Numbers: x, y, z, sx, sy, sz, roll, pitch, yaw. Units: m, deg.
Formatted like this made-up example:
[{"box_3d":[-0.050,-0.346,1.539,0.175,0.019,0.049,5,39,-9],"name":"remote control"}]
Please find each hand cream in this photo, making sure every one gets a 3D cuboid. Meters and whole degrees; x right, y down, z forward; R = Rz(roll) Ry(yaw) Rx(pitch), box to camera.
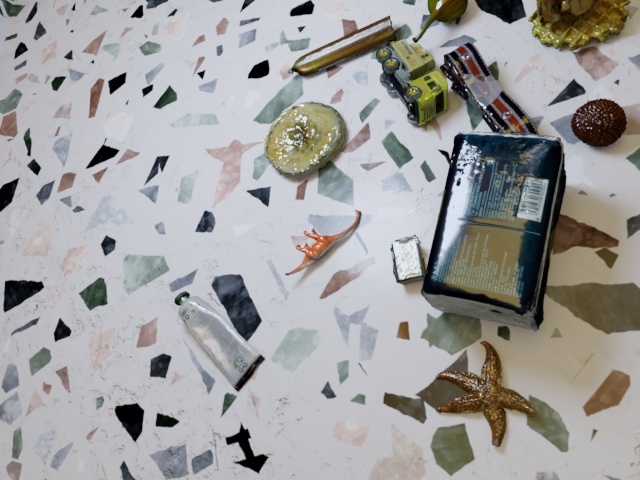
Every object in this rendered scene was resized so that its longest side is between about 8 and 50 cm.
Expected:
[{"box_3d":[-0.307,0.275,1.582,0.336,0.076,0.121,42,94,23],"name":"hand cream"}]

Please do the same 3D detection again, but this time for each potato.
[{"box_3d":[0.236,0.053,1.443,0.086,0.061,0.122,-13,64,18],"name":"potato"}]

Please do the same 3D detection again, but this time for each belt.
[{"box_3d":[0.457,-0.388,1.485,0.094,0.126,0.359,-30,65,1],"name":"belt"}]

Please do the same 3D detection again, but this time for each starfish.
[{"box_3d":[0.384,0.355,1.280,0.227,0.043,0.240,-2,67,20],"name":"starfish"}]

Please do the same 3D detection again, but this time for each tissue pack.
[{"box_3d":[0.415,-0.019,1.287,0.264,0.253,0.416,8,74,25],"name":"tissue pack"}]

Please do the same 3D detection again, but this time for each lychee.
[{"box_3d":[0.690,-0.292,1.359,0.129,0.123,0.123,-18,58,-25],"name":"lychee"}]

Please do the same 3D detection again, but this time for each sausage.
[{"box_3d":[0.063,-0.613,1.761,0.372,0.082,0.082,-19,65,15],"name":"sausage"}]

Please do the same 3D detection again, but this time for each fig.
[{"box_3d":[0.346,-0.680,1.623,0.124,0.124,0.236,31,69,28],"name":"fig"}]

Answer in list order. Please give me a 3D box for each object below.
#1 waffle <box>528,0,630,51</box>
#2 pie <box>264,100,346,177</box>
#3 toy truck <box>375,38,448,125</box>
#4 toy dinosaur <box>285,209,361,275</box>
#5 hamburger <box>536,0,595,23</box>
[{"box_3d":[0.720,-0.611,1.501,0.229,0.057,0.219,-44,60,4],"name":"waffle"},{"box_3d":[-0.051,-0.317,1.702,0.274,0.055,0.274,-8,67,19],"name":"pie"},{"box_3d":[0.278,-0.478,1.596,0.157,0.124,0.272,-26,59,0],"name":"toy truck"},{"box_3d":[0.001,0.002,1.563,0.101,0.055,0.279,38,86,20],"name":"toy dinosaur"},{"box_3d":[0.642,-0.696,1.407,0.163,0.244,0.244,2,71,21],"name":"hamburger"}]
